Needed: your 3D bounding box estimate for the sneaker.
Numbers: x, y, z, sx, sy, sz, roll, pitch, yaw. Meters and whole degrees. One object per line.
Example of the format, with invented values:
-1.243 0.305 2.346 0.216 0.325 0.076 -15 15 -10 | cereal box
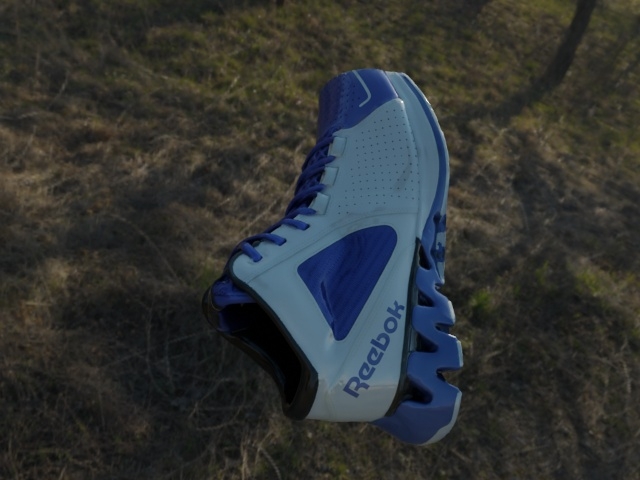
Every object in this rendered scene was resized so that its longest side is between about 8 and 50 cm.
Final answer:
0.000 0.001 0.509 0.182 0.127 0.316 4 69 -22 | sneaker
